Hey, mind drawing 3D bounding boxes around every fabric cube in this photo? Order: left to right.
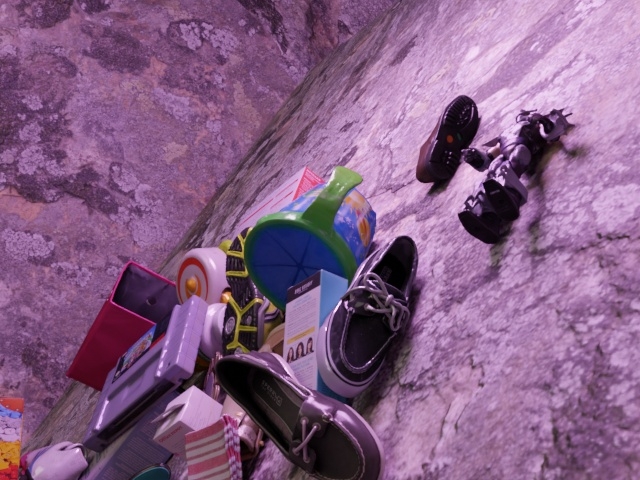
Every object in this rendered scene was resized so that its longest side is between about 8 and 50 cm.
[{"bbox_3d":[-0.486,0.259,1.835,0.258,0.259,0.254,-55,16,18],"label":"fabric cube"}]

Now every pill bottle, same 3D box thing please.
[{"bbox_3d":[-0.255,0.226,1.607,0.245,0.136,0.136,-29,26,48],"label":"pill bottle"}]

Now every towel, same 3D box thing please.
[{"bbox_3d":[-0.177,0.394,1.095,0.144,0.029,0.197,-36,52,40],"label":"towel"}]

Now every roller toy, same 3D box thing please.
[{"bbox_3d":[-0.283,0.116,1.774,0.191,0.146,0.209,-23,75,45],"label":"roller toy"}]

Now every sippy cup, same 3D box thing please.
[{"bbox_3d":[0.000,0.000,1.355,0.305,0.240,0.224,-22,20,39],"label":"sippy cup"}]

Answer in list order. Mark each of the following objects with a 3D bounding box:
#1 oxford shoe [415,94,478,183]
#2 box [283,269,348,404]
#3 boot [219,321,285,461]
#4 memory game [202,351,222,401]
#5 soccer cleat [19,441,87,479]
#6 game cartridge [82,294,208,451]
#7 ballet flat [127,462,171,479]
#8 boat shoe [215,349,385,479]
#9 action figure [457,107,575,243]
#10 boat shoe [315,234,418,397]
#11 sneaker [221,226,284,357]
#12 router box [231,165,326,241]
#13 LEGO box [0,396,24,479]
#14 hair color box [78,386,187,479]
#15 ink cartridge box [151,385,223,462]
[{"bbox_3d":[0.252,-0.211,1.396,0.227,0.083,0.096,-56,14,-26],"label":"oxford shoe"},{"bbox_3d":[-0.010,0.179,1.101,0.100,0.060,0.244,-32,45,44],"label":"box"},{"bbox_3d":[-0.099,0.270,1.203,0.262,0.095,0.203,-40,19,32],"label":"boot"},{"bbox_3d":[-0.233,0.326,1.428,0.186,0.012,0.186,-165,90,-75],"label":"memory game"},{"bbox_3d":[-0.597,0.517,1.537,0.143,0.116,0.331,-31,4,-28],"label":"soccer cleat"},{"bbox_3d":[-0.391,0.292,1.516,0.355,0.068,0.230,-41,29,25],"label":"game cartridge"},{"bbox_3d":[-0.384,0.524,1.410,0.203,0.074,0.074,-49,17,6],"label":"ballet flat"},{"bbox_3d":[-0.045,0.251,0.959,0.335,0.095,0.112,27,102,52],"label":"boat shoe"},{"bbox_3d":[0.303,-0.131,1.079,0.185,0.099,0.285,-37,17,48],"label":"action figure"},{"bbox_3d":[0.090,0.106,1.066,0.105,0.113,0.306,-52,1,44],"label":"boat shoe"},{"bbox_3d":[-0.119,0.141,1.477,0.145,0.147,0.385,-37,39,38],"label":"sneaker"},{"bbox_3d":[-0.150,-0.015,1.921,0.335,0.082,0.301,-33,27,42],"label":"router box"},{"bbox_3d":[-0.781,0.647,1.452,0.372,0.193,0.500,49,126,60],"label":"LEGO box"},{"bbox_3d":[-0.442,0.493,1.539,0.374,0.113,0.185,-51,16,-9],"label":"hair color box"},{"bbox_3d":[-0.237,0.352,1.283,0.092,0.143,0.090,-39,20,29],"label":"ink cartridge box"}]
